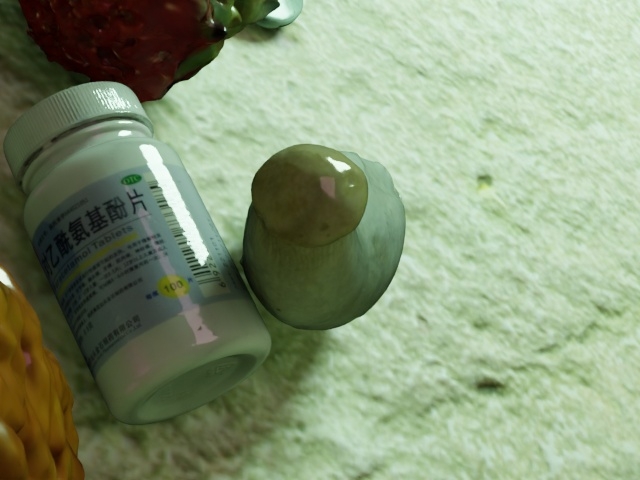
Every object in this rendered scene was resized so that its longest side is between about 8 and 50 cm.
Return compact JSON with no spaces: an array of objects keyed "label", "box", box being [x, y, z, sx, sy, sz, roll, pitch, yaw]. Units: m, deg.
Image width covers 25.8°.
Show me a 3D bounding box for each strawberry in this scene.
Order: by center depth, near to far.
[{"label":"strawberry","box":[-0.129,-0.191,0.928,0.201,0.184,0.187,25,77,10]}]

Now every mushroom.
[{"label":"mushroom","box":[0.000,0.000,0.853,0.103,0.118,0.270,10,5,2]}]

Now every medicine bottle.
[{"label":"medicine bottle","box":[-0.111,0.006,0.825,0.103,0.103,0.186,-10,65,-43]}]

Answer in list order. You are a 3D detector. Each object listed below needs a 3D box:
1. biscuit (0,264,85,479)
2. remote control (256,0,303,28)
[{"label":"biscuit","box":[-0.144,0.155,0.557,0.110,0.318,0.312,-14,68,-6]},{"label":"remote control","box":[-0.115,-0.258,1.085,0.256,0.045,0.097,43,42,-6]}]
